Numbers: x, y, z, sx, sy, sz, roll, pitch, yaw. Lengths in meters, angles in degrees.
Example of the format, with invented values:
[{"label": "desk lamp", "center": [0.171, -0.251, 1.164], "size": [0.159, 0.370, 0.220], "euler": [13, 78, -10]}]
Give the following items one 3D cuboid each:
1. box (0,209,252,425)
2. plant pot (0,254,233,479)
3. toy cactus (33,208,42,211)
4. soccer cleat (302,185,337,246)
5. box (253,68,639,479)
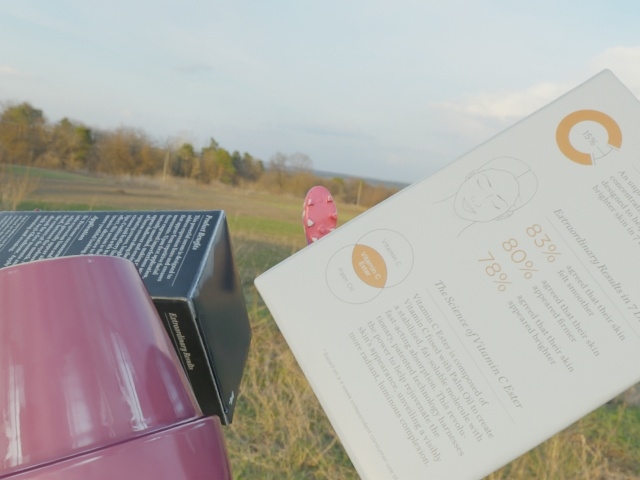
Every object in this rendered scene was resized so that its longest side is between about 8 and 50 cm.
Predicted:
[{"label": "box", "center": [-0.339, 0.125, 0.924], "size": [0.394, 0.294, 0.212], "euler": [1, 39, 7]}, {"label": "plant pot", "center": [-0.179, 0.115, 0.405], "size": [0.201, 0.180, 0.201], "euler": [-15, -13, -3]}, {"label": "toy cactus", "center": [-0.652, 0.012, 1.222], "size": [0.180, 0.219, 0.112], "euler": [5, -33, 4]}, {"label": "soccer cleat", "center": [0.000, 0.000, 1.296], "size": [0.082, 0.248, 0.095], "euler": [-14, 9, -18]}, {"label": "box", "center": [0.153, 0.052, 0.500], "size": [0.345, 0.215, 0.168], "euler": [-30, -19, -2]}]
